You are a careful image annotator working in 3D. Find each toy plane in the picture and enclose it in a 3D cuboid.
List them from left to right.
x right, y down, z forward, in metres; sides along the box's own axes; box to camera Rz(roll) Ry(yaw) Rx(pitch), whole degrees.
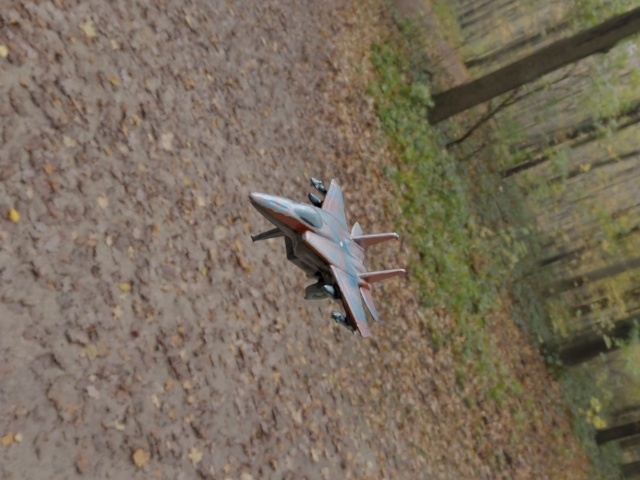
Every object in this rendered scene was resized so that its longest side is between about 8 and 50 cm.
[{"bbox_3d":[-0.006,0.002,0.818,0.326,0.104,0.223,24,52,-54],"label":"toy plane"}]
